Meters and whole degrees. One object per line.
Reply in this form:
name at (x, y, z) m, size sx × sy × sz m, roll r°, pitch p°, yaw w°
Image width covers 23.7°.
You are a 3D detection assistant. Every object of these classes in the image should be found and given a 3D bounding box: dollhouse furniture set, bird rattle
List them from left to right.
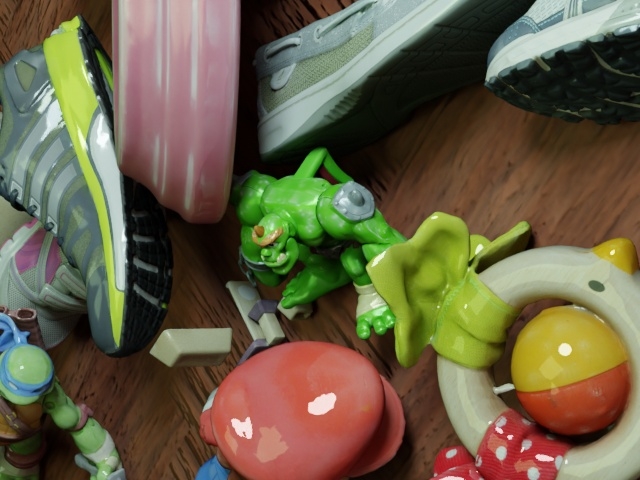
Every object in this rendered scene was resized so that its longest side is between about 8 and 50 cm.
dollhouse furniture set at (-0.082, 0.051, 1.237) m, size 0.091 × 0.114 × 0.081 m, roll -55°, pitch 48°, yaw 37°
bird rattle at (0.134, 0.099, 0.984) m, size 0.207 × 0.143 × 0.253 m, roll -18°, pitch 79°, yaw 31°

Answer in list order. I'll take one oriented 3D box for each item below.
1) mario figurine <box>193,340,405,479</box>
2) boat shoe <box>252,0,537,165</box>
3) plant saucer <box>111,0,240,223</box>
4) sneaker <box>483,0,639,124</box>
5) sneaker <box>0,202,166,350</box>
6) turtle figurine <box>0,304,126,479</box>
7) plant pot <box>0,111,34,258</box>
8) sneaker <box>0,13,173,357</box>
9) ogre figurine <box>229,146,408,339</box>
mario figurine at (-0.018, 0.190, 1.191) m, size 0.198 × 0.170 × 0.320 m, roll 35°, pitch 136°, yaw 2°
boat shoe at (0.050, -0.149, 1.081) m, size 0.320 × 0.118 × 0.103 m, roll -32°, pitch 69°, yaw 53°
plant saucer at (-0.118, -0.178, 1.177) m, size 0.332 × 0.084 × 0.332 m, roll 179°, pitch 90°, yaw -80°
sneaker at (0.213, -0.166, 0.921) m, size 0.283 × 0.110 × 0.122 m, roll -28°, pitch 52°, yaw 43°
sneaker at (-0.222, 0.020, 1.404) m, size 0.111 × 0.103 × 0.252 m, roll 55°, pitch 130°, yaw 35°
turtle figurine at (-0.293, 0.218, 1.410) m, size 0.274 × 0.198 × 0.266 m, roll 57°, pitch 151°, yaw 2°
plant pot at (-0.387, 0.000, 1.513) m, size 0.274 × 0.256 × 0.256 m, roll -39°, pitch 61°, yaw 24°
sneaker at (-0.209, -0.037, 1.294) m, size 0.121 × 0.111 × 0.300 m, roll -20°, pitch 69°, yaw 12°
ogre figurine at (0.000, 0.000, 1.139) m, size 0.197 × 0.097 × 0.118 m, roll 34°, pitch 159°, yaw 56°
